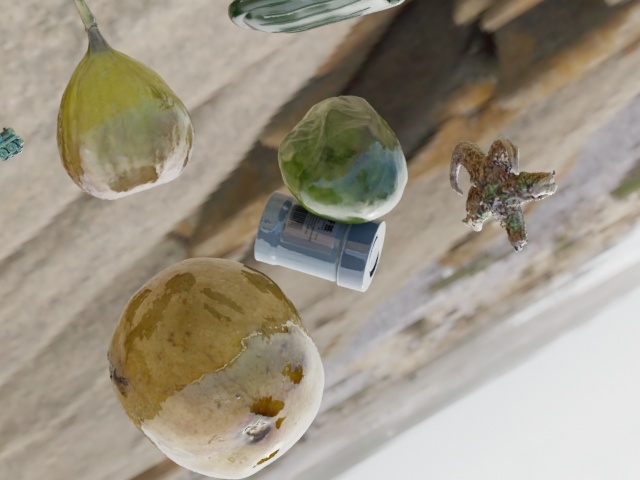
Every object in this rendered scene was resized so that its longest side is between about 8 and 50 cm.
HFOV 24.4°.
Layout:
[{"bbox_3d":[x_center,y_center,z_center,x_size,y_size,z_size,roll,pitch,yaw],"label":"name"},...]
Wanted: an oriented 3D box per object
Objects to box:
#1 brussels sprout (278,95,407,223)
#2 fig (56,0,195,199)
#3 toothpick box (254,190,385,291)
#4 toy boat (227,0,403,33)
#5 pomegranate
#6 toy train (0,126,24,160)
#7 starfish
[{"bbox_3d":[0.032,-0.100,1.907,0.161,0.180,0.144,3,140,15],"label":"brussels sprout"},{"bbox_3d":[-0.241,-0.167,1.676,0.159,0.257,0.159,-9,-145,7],"label":"fig"},{"bbox_3d":[0.000,0.000,1.967,0.101,0.153,0.101,17,90,-80],"label":"toothpick box"},{"bbox_3d":[-0.003,-0.267,1.635,0.210,0.052,0.104,-12,164,20],"label":"toy boat"},{"bbox_3d":[-0.119,0.146,1.720,0.260,0.260,0.260,-29,172,-4],"label":"pomegranate"},{"bbox_3d":[-0.466,-0.128,2.112,0.092,0.045,0.029,-30,-177,13],"label":"toy train"},{"bbox_3d":[0.203,-0.057,1.674,0.053,0.150,0.209,-15,160,-18],"label":"starfish"}]
